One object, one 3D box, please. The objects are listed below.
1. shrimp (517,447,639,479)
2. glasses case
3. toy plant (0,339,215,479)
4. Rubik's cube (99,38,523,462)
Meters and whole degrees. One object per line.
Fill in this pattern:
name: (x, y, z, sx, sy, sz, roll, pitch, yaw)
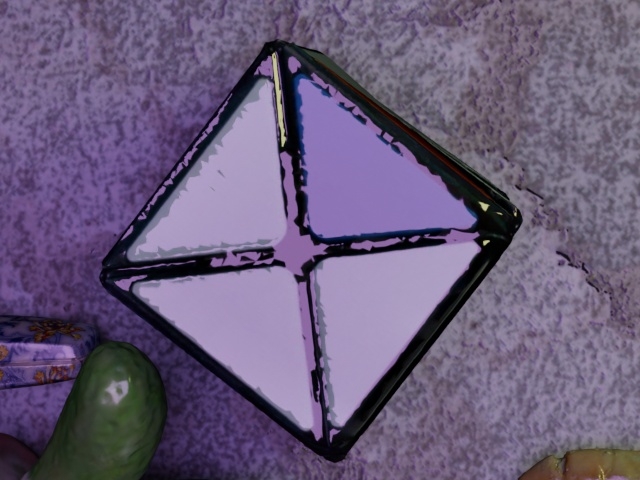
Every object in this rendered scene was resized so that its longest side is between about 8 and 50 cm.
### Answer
shrimp: (0.292, 0.243, 1.417, 0.267, 0.061, 0.145, -9, 99, 6)
glasses case: (-0.323, 0.102, 1.492, 0.248, 0.087, 0.065, -1, 104, 8)
toy plant: (-0.219, 0.264, 1.436, 0.356, 0.210, 0.317, -34, 120, 4)
Rubik's cube: (0.000, 0.000, 1.359, 0.250, 0.248, 0.246, 38, 96, 5)
